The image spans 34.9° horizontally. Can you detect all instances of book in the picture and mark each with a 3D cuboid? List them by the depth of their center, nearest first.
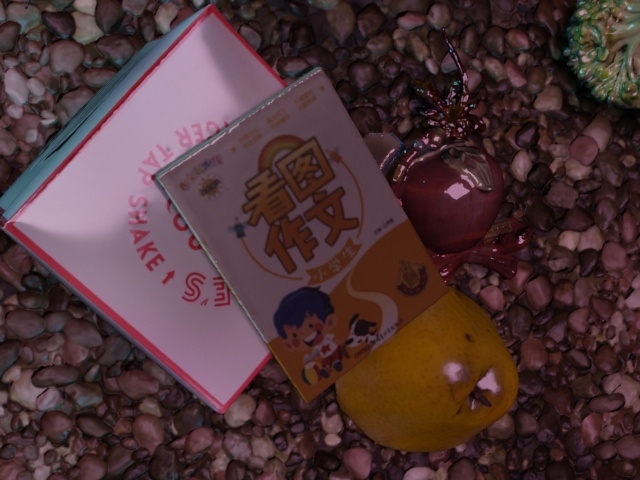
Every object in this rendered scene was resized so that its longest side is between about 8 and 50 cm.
[{"bbox_3d":[-0.009,-0.003,1.071,0.208,0.020,0.295,-37,109,-14],"label":"book"}]

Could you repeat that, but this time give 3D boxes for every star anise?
[{"bbox_3d":[0.177,-0.199,1.401,0.097,0.070,0.190,-17,106,-4],"label":"star anise"}]

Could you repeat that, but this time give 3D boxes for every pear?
[{"bbox_3d":[0.159,0.169,1.344,0.267,0.178,0.266,1,84,-15],"label":"pear"}]

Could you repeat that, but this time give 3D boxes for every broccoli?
[{"bbox_3d":[0.490,-0.287,1.397,0.263,0.243,0.246,-9,78,-20],"label":"broccoli"}]

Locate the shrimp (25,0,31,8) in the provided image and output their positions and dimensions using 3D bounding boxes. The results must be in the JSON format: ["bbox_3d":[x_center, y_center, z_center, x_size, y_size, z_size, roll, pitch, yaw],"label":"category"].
[{"bbox_3d":[-0.270,-0.433,1.269,0.145,0.116,0.343,38,83,13],"label":"shrimp"}]

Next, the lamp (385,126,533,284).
[{"bbox_3d":[0.180,-0.050,1.367,0.215,0.151,0.223,-13,132,-19],"label":"lamp"}]

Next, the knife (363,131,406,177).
[{"bbox_3d":[0.000,0.002,1.366,0.089,0.043,0.365,32,78,15],"label":"knife"}]

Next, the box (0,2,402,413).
[{"bbox_3d":[-0.158,-0.040,1.178,0.312,0.300,0.314,44,79,-20],"label":"box"}]
